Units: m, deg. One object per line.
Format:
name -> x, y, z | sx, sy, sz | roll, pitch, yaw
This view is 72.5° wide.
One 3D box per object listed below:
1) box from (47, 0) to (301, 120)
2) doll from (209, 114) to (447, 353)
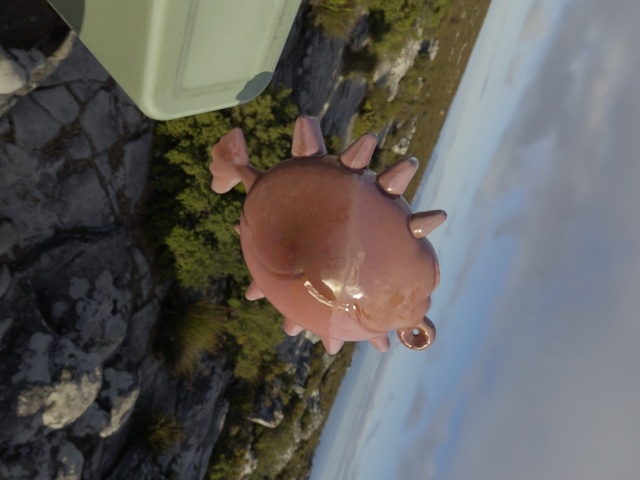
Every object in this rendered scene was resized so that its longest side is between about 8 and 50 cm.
box -> -0.153, -0.344, 0.357 | 0.178, 0.343, 0.351 | -31, 164, -42
doll -> 0.000, 0.000, 0.391 | 0.211, 0.262, 0.093 | -58, 167, 27
